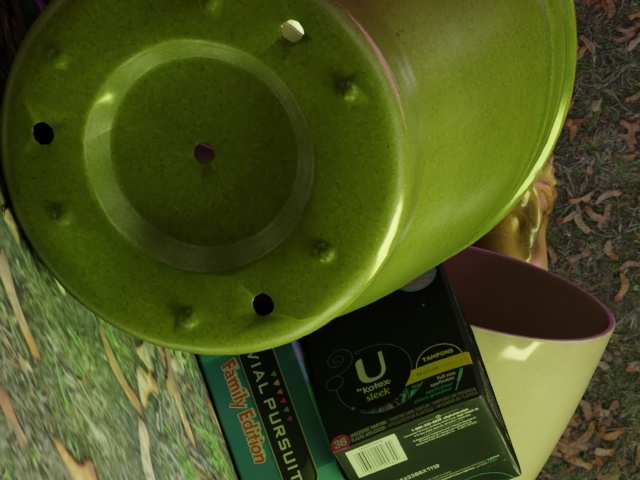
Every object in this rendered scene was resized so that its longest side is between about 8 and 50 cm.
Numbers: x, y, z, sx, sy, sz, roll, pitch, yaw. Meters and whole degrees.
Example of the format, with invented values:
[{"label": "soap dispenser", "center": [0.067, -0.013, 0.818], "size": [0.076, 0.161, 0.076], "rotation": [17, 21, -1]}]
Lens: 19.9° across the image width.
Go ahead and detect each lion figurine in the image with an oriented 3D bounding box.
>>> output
[{"label": "lion figurine", "center": [0.185, 0.053, 1.863], "size": [0.240, 0.142, 0.392], "rotation": [135, -54, -64]}]

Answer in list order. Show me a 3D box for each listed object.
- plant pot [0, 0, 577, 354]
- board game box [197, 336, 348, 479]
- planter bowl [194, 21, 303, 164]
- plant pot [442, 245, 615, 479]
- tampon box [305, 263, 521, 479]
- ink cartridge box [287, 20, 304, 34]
[{"label": "plant pot", "center": [-0.033, -0.096, 1.163], "size": [0.366, 0.366, 0.353], "rotation": [67, 17, -10]}, {"label": "board game box", "center": [-0.013, 0.159, 1.488], "size": [0.254, 0.079, 0.336], "rotation": [49, 19, -72]}, {"label": "planter bowl", "center": [-0.082, -0.115, 1.641], "size": [0.109, 0.162, 0.162], "rotation": [111, -36, -57]}, {"label": "plant pot", "center": [0.113, 0.166, 1.695], "size": [0.256, 0.256, 0.274], "rotation": [-94, -163, -73]}, {"label": "tampon box", "center": [0.066, 0.113, 1.393], "size": [0.161, 0.120, 0.101], "rotation": [-106, 171, -48]}, {"label": "ink cartridge box", "center": [-0.045, -0.127, 1.873], "size": [0.279, 0.160, 0.385], "rotation": [-101, 168, -61]}]
